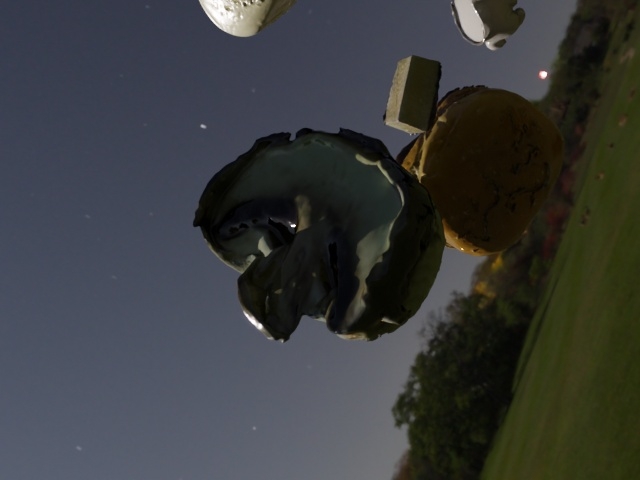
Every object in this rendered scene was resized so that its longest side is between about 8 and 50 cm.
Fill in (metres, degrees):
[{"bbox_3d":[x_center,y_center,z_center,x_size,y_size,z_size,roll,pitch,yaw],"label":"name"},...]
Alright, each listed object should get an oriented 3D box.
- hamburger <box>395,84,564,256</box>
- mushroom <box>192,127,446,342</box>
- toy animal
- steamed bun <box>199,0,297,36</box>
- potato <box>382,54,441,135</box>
[{"bbox_3d":[0.296,-0.129,1.302,0.284,0.174,0.304,31,-89,-27],"label":"hamburger"},{"bbox_3d":[0.001,0.001,0.776,0.130,0.344,0.247,36,-105,-41],"label":"mushroom"},{"bbox_3d":[0.429,-0.650,1.782,0.154,0.208,0.325,-38,-26,-13],"label":"toy animal"},{"bbox_3d":[-0.084,-0.437,1.015,0.200,0.155,0.250,-55,5,-40],"label":"steamed bun"},{"bbox_3d":[0.150,-0.237,1.124,0.086,0.061,0.122,-167,87,-73],"label":"potato"}]
